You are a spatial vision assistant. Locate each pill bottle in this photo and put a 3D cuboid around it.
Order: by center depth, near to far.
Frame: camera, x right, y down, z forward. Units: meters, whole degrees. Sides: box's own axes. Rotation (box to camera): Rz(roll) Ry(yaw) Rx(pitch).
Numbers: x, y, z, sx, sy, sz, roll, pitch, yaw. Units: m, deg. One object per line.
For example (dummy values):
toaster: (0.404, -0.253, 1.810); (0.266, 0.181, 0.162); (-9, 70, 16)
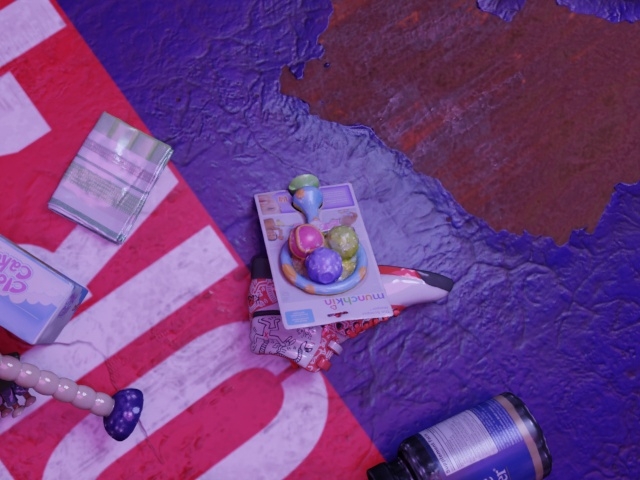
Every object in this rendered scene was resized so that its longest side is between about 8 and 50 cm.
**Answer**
pill bottle: (0.177, 0.294, 1.262); (0.219, 0.123, 0.123); (-24, 87, -9)

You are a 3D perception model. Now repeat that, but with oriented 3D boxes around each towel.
towel: (-0.279, -0.084, 1.296); (0.113, 0.023, 0.152); (28, 81, -4)

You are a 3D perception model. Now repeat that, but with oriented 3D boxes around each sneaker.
sneaker: (0.037, 0.104, 1.284); (0.270, 0.090, 0.145); (4, 84, -3)

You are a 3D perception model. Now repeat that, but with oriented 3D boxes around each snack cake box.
snack cake box: (-0.428, 0.023, 1.199); (0.264, 0.152, 0.089); (33, 80, -3)

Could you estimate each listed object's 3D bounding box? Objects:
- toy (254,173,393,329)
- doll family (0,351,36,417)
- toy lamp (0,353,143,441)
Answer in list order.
toy: (0.000, 0.000, 1.239); (0.137, 0.056, 0.237); (-7, 45, -10)
doll family: (-0.457, 0.202, 1.208); (0.193, 0.076, 0.111); (-40, 110, -20)
toy lamp: (-0.349, 0.164, 1.180); (0.274, 0.080, 0.080); (27, 80, -30)
